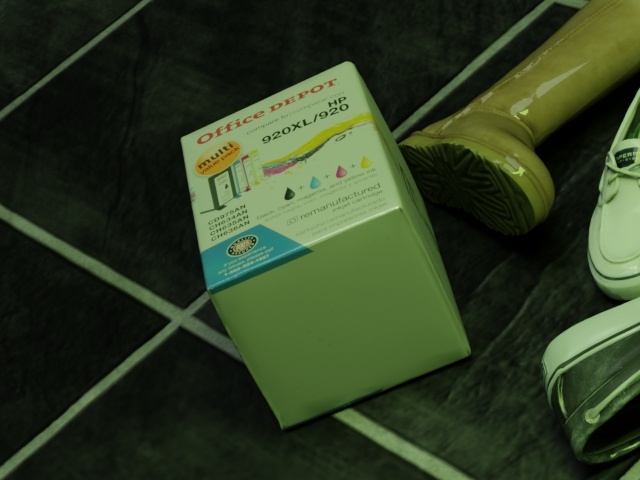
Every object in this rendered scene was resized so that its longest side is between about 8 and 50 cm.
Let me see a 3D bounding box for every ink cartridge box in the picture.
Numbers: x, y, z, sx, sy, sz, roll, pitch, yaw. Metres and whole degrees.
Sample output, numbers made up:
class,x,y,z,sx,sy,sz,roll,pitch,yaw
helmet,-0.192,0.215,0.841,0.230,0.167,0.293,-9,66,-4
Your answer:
class,x,y,z,sx,sy,sz,roll,pitch,yaw
ink cartridge box,0.000,0.000,1.647,0.171,0.168,0.232,-23,35,6

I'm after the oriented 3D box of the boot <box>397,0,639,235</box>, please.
class,x,y,z,sx,sy,sz,roll,pitch,yaw
boot,0.215,-0.128,1.720,0.269,0.089,0.236,-36,25,-14

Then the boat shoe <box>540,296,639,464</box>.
class,x,y,z,sx,sy,sz,roll,pitch,yaw
boat shoe,0.307,0.066,1.424,0.306,0.113,0.105,-24,42,8

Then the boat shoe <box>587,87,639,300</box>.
class,x,y,z,sx,sy,sz,roll,pitch,yaw
boat shoe,0.260,-0.051,1.628,0.083,0.076,0.226,-7,40,26
